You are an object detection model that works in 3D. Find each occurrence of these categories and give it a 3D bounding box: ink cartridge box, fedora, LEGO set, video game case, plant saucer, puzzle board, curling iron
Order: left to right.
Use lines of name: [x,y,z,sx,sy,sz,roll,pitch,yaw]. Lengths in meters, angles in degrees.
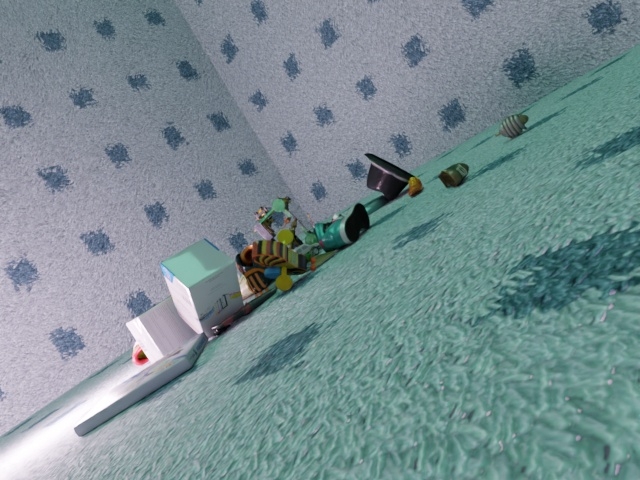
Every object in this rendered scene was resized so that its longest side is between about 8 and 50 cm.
video game case: [-0.475,0.381,1.422,0.329,0.036,0.300,-32,4,-2]
ink cartridge box: [-0.364,0.153,1.623,0.168,0.233,0.171,-33,47,-31]
curling iron: [-0.240,0.218,1.636,0.274,0.035,0.068,-35,6,-39]
LEGO set: [-0.145,-0.049,2.431,0.255,0.331,0.192,-52,-3,16]
puzzle board: [-0.007,0.071,1.784,0.096,0.011,0.128,-38,11,-32]
plant saucer: [0.212,-0.145,2.600,0.317,0.044,0.317,-32,3,2]
fedora: [0.316,-0.293,2.479,0.152,0.334,0.334,-62,-3,13]

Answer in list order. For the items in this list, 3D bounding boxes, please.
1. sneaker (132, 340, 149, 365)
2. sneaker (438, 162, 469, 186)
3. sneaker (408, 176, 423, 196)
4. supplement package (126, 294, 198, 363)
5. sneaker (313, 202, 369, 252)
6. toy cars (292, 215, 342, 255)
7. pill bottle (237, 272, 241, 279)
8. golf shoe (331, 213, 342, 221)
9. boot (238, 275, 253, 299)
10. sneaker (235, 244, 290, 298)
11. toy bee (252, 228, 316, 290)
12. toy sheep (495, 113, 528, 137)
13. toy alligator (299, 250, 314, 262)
sneaker: [-0.592,0.389,1.964,0.279,0.107,0.118,-34,22,4]
sneaker: [0.436,-0.219,1.654,0.086,0.064,0.192,-36,1,5]
sneaker: [0.379,-0.221,2.106,0.064,0.067,0.175,-29,6,16]
supplement package: [-0.485,0.272,1.797,0.293,0.177,0.175,-34,4,-36]
sneaker: [0.069,-0.039,1.903,0.178,0.124,0.295,-19,10,26]
toy cars: [0.000,0.000,2.104,0.393,0.087,0.176,-31,4,8]
pill bottle: [-0.467,0.215,2.460,0.161,0.161,0.283,-33,5,-22]
golf shoe: [0.080,-0.072,2.344,0.077,0.094,0.198,-30,6,6]
boot: [-0.315,0.190,2.156,0.203,0.095,0.262,-31,8,21]
sneaker: [-0.207,0.089,1.912,0.124,0.180,0.321,-31,4,10]
toy bee: [-0.102,0.060,1.675,0.162,0.195,0.298,-6,-1,12]
toy sheep: [0.722,-0.429,1.949,0.132,0.091,0.091,-36,1,31]
toy alligator: [-0.055,0.070,1.887,0.051,0.056,0.189,-28,5,36]
